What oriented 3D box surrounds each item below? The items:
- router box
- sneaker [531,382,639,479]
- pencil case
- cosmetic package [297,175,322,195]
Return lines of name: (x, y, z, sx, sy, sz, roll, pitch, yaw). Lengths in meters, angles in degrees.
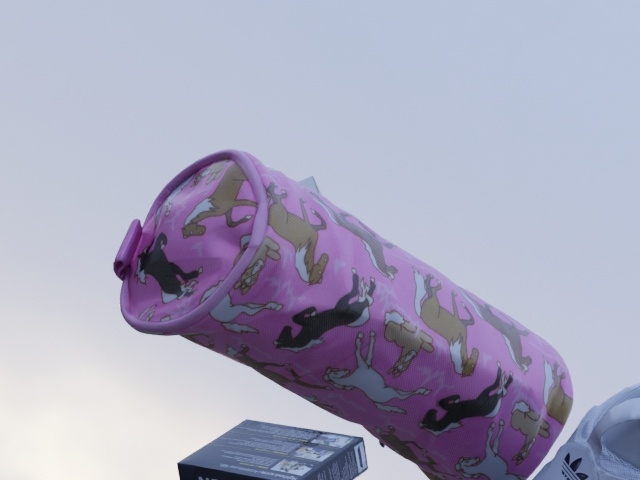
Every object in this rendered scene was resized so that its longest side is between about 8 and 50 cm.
router box: (-0.056, 0.260, 1.987, 0.179, 0.046, 0.133, 4, 21, 37)
sneaker: (0.298, 0.238, 1.395, 0.366, 0.210, 0.137, 20, 24, -37)
pencil case: (0.025, 0.072, 1.343, 0.386, 0.167, 0.160, 33, 22, -37)
cosmetic package: (0.000, 0.000, 1.720, 0.060, 0.041, 0.115, -107, 172, -60)
